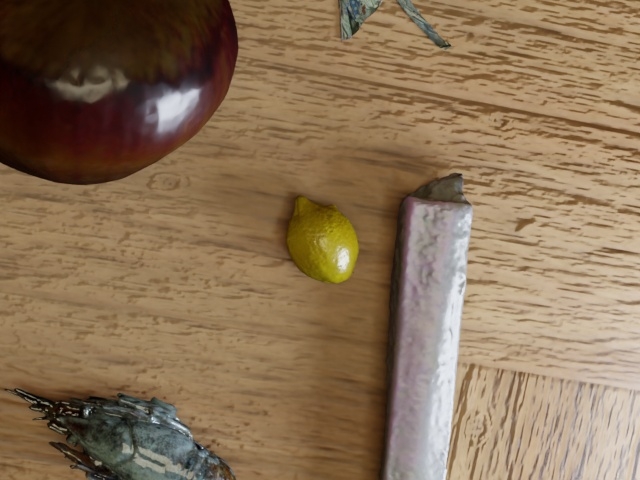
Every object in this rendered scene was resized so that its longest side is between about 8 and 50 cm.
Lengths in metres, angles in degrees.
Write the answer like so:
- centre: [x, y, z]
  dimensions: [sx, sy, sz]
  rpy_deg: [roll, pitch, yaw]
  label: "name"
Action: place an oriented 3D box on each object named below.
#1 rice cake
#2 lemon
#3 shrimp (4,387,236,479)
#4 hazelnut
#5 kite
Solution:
- centre: [0.093, 0.135, 1.594]
  dimensions: [0.070, 0.064, 0.399]
  rpy_deg: [4, 97, -7]
  label: "rice cake"
- centre: [0.000, 0.000, 1.556]
  dimensions: [0.065, 0.065, 0.092]
  rpy_deg: [-29, 103, -7]
  label: "lemon"
- centre: [-0.180, 0.180, 1.540]
  dimensions: [0.233, 0.079, 0.090]
  rpy_deg: [26, 88, -10]
  label: "shrimp"
- centre: [-0.184, -0.144, 1.431]
  dimensions: [0.251, 0.217, 0.217]
  rpy_deg: [-26, 104, -31]
  label: "hazelnut"
- centre: [0.068, -0.234, 1.563]
  dimensions: [0.139, 0.011, 0.157]
  rpy_deg: [-43, 104, -1]
  label: "kite"
